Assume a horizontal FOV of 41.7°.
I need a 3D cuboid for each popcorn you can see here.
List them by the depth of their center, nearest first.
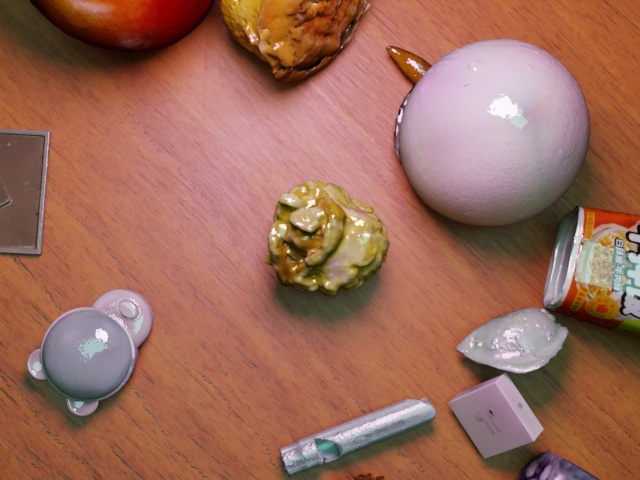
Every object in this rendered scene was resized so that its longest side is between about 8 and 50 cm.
[{"bbox_3d":[0.000,0.000,1.581,0.259,0.259,0.212,27,109,-1],"label":"popcorn"}]

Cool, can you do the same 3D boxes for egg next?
[{"bbox_3d":[0.334,-0.202,1.539,0.355,0.340,0.354,0,90,-7],"label":"egg"}]

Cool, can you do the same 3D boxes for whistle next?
[{"bbox_3d":[0.074,0.374,1.627,0.312,0.062,0.062,-20,85,-6],"label":"whistle"}]

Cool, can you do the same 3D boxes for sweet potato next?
[{"bbox_3d":[0.239,-0.315,1.725,0.265,0.057,0.057,38,82,-5],"label":"sweet potato"}]

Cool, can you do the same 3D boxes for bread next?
[{"bbox_3d":[-0.040,-0.488,1.607,0.204,0.337,0.358,29,80,23],"label":"bread"}]

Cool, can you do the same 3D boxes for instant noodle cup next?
[{"bbox_3d":[0.608,0.070,1.612,0.308,0.294,0.293,14,82,5],"label":"instant noodle cup"}]

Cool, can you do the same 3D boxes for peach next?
[{"bbox_3d":[-0.336,-0.512,1.518,0.310,0.406,0.334,1,97,25],"label":"peach"}]

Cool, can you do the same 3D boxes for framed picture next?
[{"bbox_3d":[-0.632,-0.098,1.656,0.184,0.016,0.249,1,83,-4],"label":"framed picture"}]

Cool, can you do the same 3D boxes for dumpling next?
[{"bbox_3d":[0.373,0.194,1.624,0.217,0.149,0.104,-17,89,-2],"label":"dumpling"}]

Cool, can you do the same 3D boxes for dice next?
[{"bbox_3d":[0.459,0.517,1.577,0.182,0.181,0.183,35,83,3],"label":"dice"}]

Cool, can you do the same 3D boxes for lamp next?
[{"bbox_3d":[-0.422,0.198,1.590,0.179,0.108,0.246,43,82,-3],"label":"lamp"}]

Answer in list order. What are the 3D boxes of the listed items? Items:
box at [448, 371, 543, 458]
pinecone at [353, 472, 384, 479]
[{"bbox_3d":[0.336,0.337,1.617,0.051,0.130,0.129,-30,85,-47],"label":"box"},{"bbox_3d":[0.087,0.522,1.566,0.174,0.173,0.173,0,83,-4],"label":"pinecone"}]
